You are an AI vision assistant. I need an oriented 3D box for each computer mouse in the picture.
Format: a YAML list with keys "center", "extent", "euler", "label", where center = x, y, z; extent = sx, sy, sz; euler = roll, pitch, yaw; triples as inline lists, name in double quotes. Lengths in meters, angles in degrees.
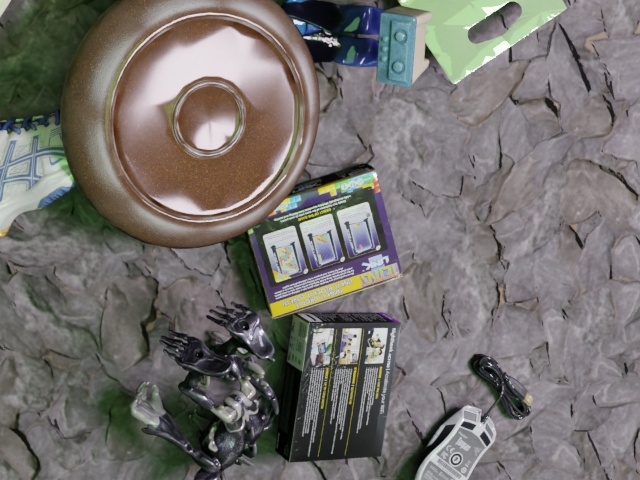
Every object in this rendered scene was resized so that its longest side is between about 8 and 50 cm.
- center: [0.182, 0.245, 1.813]
  extent: [0.106, 0.042, 0.193]
  euler: [41, 86, -22]
  label: "computer mouse"

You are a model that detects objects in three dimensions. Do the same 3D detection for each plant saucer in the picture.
- center: [-0.130, -0.136, 1.569]
  extent: [0.311, 0.050, 0.310]
  euler: [-7, 106, -25]
  label: "plant saucer"

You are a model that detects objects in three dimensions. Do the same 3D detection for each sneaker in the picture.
- center: [-0.347, -0.093, 1.580]
  extent: [0.296, 0.112, 0.131]
  euler: [-38, 107, -3]
  label: "sneaker"

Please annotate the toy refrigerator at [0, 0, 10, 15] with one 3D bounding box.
- center: [-0.404, -0.249, 1.540]
  extent: [0.102, 0.094, 0.269]
  euler: [33, 93, -17]
  label: "toy refrigerator"

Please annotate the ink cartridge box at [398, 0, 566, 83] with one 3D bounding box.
- center: [0.157, -0.325, 1.638]
  extent: [0.171, 0.056, 0.235]
  euler: [-34, 89, -4]
  label: "ink cartridge box"

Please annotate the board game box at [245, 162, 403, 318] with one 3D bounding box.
- center: [0.000, 0.000, 1.711]
  extent: [0.170, 0.048, 0.141]
  euler: [-17, 108, -8]
  label: "board game box"

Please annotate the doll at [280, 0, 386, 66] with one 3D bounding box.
- center: [0.002, -0.248, 1.655]
  extent: [0.189, 0.046, 0.129]
  euler: [2, 94, -15]
  label: "doll"

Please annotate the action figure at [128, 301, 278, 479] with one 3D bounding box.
- center: [-0.126, 0.182, 1.679]
  extent: [0.164, 0.141, 0.275]
  euler: [-37, 152, -30]
  label: "action figure"

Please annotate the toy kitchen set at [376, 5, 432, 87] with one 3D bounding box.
- center: [0.011, -0.266, 1.577]
  extent: [0.207, 0.122, 0.166]
  euler: [14, 118, 21]
  label: "toy kitchen set"

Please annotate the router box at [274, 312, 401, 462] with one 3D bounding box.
- center: [0.021, 0.179, 1.742]
  extent: [0.133, 0.046, 0.178]
  euler: [2, 103, -29]
  label: "router box"
